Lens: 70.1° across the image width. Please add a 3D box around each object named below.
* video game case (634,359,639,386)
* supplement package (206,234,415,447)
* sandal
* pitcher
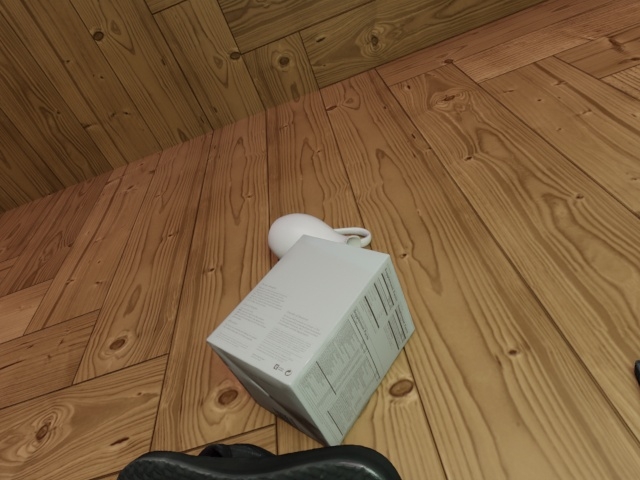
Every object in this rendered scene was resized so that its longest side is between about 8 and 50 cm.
[{"bbox_3d":[0.537,0.250,0.504,0.248,0.035,0.275,-9,38,20],"label":"video game case"},{"bbox_3d":[-0.004,0.160,0.779,0.199,0.198,0.263,13,50,41],"label":"supplement package"},{"bbox_3d":[-0.092,0.362,0.640,0.445,0.168,0.107,-11,1,21],"label":"sandal"},{"bbox_3d":[0.000,0.000,1.062,0.207,0.126,0.177,15,30,28],"label":"pitcher"}]
